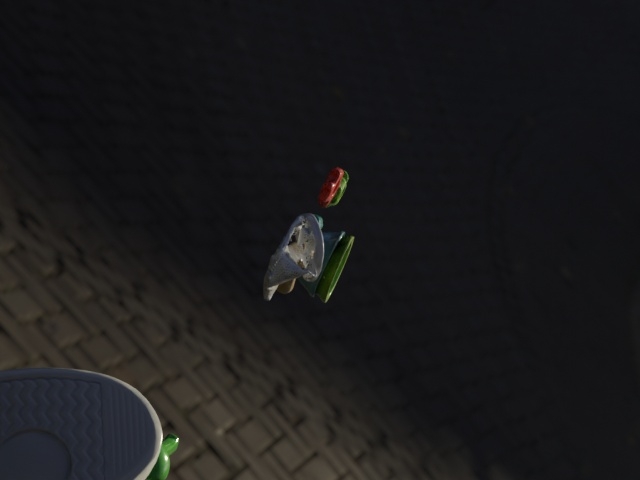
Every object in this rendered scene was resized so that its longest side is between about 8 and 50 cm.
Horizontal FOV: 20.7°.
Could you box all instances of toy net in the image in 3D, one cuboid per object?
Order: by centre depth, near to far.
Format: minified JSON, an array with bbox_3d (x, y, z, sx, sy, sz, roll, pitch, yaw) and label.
[{"bbox_3d":[0.000,0.000,1.544,0.045,0.122,0.232,26,7,5],"label":"toy net"}]

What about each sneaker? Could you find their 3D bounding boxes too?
[{"bbox_3d":[-0.201,0.157,0.921,0.151,0.255,0.094,89,-24,-62],"label":"sneaker"}]

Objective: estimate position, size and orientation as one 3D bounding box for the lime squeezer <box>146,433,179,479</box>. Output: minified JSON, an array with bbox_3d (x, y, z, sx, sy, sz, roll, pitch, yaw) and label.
[{"bbox_3d":[-0.191,0.241,1.598,0.059,0.110,0.310,36,37,-4],"label":"lime squeezer"}]
